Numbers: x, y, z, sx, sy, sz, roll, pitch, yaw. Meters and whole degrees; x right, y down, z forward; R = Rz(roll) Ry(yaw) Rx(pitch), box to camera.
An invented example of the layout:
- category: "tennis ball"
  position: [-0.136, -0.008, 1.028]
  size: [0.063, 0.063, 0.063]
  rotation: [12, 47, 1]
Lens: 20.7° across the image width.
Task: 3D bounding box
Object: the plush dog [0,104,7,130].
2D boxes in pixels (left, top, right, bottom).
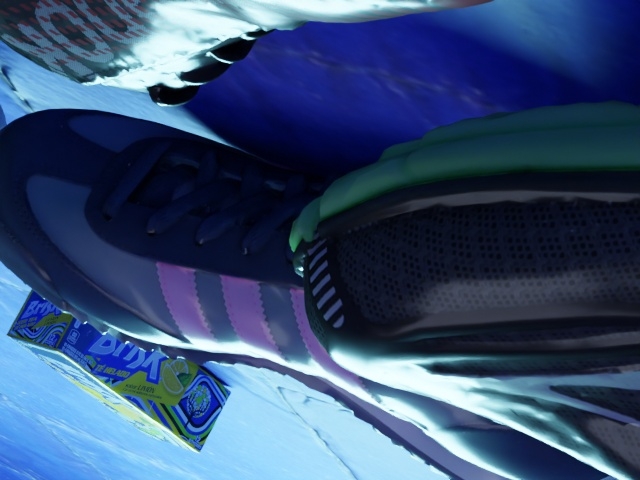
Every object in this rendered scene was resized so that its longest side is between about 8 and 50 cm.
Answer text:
- category: "plush dog"
  position: [-0.273, -0.070, 0.762]
  size: [0.225, 0.262, 0.211]
  rotation: [15, 128, 4]

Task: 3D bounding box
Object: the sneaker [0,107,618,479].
- category: "sneaker"
  position: [0.000, 0.000, 0.741]
  size: [0.319, 0.112, 0.131]
  rotation: [22, 146, 6]

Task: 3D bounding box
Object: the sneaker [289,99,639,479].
- category: "sneaker"
  position: [0.205, 0.108, 0.553]
  size: [0.482, 0.202, 0.185]
  rotation: [27, 162, -3]

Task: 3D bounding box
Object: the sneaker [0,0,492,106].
- category: "sneaker"
  position: [-0.033, -0.096, 0.479]
  size: [0.276, 0.098, 0.135]
  rotation: [15, 159, 39]

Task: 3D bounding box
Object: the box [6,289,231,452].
- category: "box"
  position: [-0.140, 0.088, 1.240]
  size: [0.059, 0.054, 0.169]
  rotation: [11, 158, 41]
